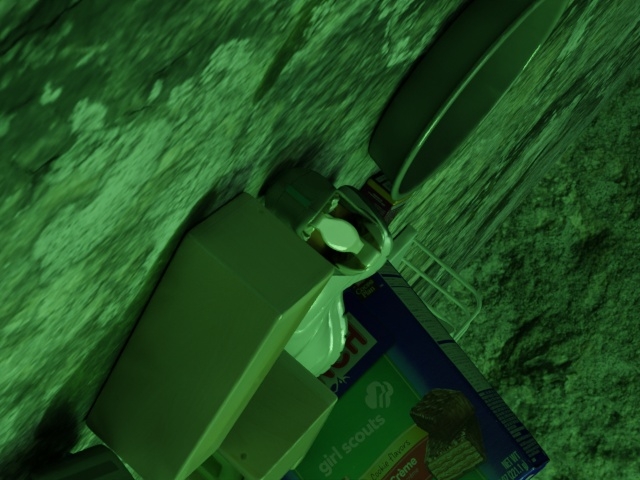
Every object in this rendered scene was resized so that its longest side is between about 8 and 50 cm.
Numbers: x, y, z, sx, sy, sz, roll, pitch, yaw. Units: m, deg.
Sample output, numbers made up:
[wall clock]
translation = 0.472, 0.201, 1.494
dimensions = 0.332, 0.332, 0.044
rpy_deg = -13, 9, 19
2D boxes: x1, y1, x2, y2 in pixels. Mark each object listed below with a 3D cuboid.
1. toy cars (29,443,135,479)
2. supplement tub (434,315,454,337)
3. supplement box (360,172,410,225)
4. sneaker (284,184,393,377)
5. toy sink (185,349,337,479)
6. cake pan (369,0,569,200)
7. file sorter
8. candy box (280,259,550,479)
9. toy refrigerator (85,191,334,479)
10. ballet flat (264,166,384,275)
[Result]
[toy cars]
translation = -0.242, 0.232, 1.104
dimensions = 0.176, 0.087, 0.393
rpy_deg = -15, -174, 22
[supplement tub]
translation = 0.041, 0.239, 1.801
dimensions = 0.228, 0.228, 0.316
rpy_deg = -14, 119, -74
[supplement box]
translation = 0.060, -0.033, 1.598
dimensions = 0.083, 0.043, 0.055
rpy_deg = -54, 169, 25
[sneaker]
translation = -0.032, 0.064, 1.455
dimensions = 0.129, 0.111, 0.297
rpy_deg = -28, 153, -36
[toy sink]
translation = -0.099, 0.193, 1.434
dimensions = 0.131, 0.153, 0.234
rpy_deg = -45, 171, -26
[cake pan]
translation = 0.152, -0.169, 1.456
dimensions = 0.293, 0.054, 0.293
rpy_deg = -47, 170, -11
[file sorter]
translation = 0.108, 0.150, 2.166
dimensions = 0.193, 0.173, 0.278
rpy_deg = -45, 169, -30
[candy box]
translation = 0.057, 0.215, 1.606
dimensions = 0.268, 0.317, 0.122
rpy_deg = -42, 165, 9
[toy refrigerator]
translation = -0.097, 0.092, 1.188
dimensions = 0.094, 0.102, 0.269
rpy_deg = -39, 166, -48
[ballet flat]
translation = 0.019, -0.001, 1.254
dimensions = 0.072, 0.068, 0.213
rpy_deg = -54, 149, 0
